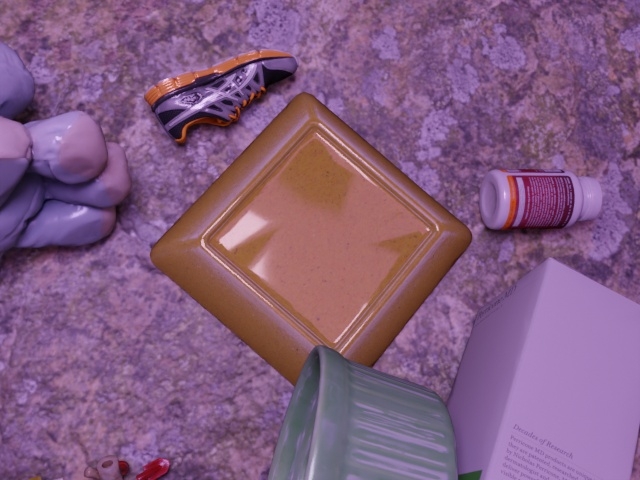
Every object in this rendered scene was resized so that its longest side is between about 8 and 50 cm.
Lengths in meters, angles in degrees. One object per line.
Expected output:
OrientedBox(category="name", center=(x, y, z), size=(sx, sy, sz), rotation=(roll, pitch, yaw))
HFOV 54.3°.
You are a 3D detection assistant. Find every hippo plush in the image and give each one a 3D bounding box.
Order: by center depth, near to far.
OrientedBox(category="hippo plush", center=(-0.388, -0.107, 0.768), size=(0.294, 0.234, 0.236), rotation=(-44, 64, 28))

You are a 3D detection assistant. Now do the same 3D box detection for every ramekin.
OrientedBox(category="ramekin", center=(0.029, 0.277, 0.669), size=(0.148, 0.303, 0.303), rotation=(16, 78, -5))

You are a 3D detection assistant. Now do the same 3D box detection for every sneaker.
OrientedBox(category="sneaker", center=(-0.128, -0.202, 0.861), size=(0.215, 0.084, 0.083), rotation=(-22, 96, -8))

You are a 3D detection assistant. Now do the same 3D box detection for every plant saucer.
OrientedBox(category="plant saucer", center=(0.000, 0.000, 0.833), size=(0.333, 0.081, 0.333), rotation=(41, 77, 1))

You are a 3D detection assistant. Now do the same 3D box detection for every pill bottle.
OrientedBox(category="pill bottle", center=(0.310, -0.058, 0.881), size=(0.152, 0.086, 0.086), rotation=(-1, 79, -7))

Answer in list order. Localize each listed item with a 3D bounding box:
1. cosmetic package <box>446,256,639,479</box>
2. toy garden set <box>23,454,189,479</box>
OrientedBox(category="cosmetic package", center=(0.237, 0.229, 0.716), size=(0.155, 0.197, 0.365), rotation=(27, 59, 0))
OrientedBox(category="toy garden set", center=(-0.262, 0.309, 0.688), size=(0.244, 0.204, 0.049), rotation=(-15, 118, -22))
